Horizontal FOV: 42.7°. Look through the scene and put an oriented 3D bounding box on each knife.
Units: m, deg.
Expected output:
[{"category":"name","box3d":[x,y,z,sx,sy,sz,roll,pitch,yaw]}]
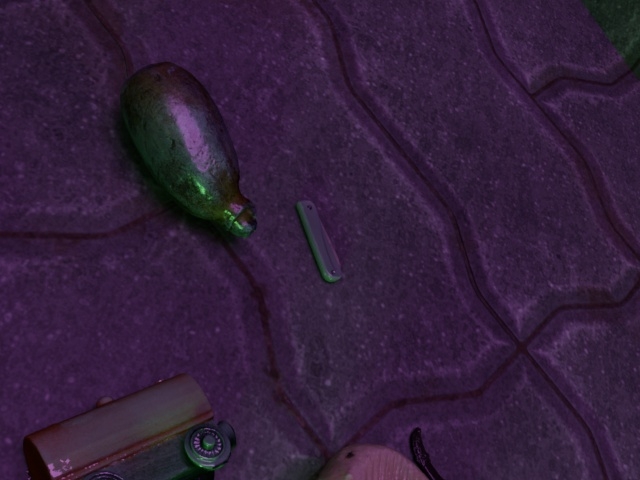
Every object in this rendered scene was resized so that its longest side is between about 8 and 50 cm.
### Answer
[{"category":"knife","box3d":[0.209,0.409,1.340,0.045,0.021,0.222,-23,75,-41]},{"category":"knife","box3d":[0.000,0.000,1.463,0.044,0.023,0.162,-9,67,-32]}]

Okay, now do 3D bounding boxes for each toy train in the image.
[{"category":"toy train","box3d":[-0.253,0.282,1.092,0.285,0.116,0.177,-19,61,-37]}]

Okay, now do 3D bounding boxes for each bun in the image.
[{"category":"bun","box3d":[0.074,0.433,1.159,0.259,0.160,0.259,30,38,-27]}]

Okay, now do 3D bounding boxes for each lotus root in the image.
[{"category":"lotus root","box3d":[-0.218,-0.137,1.333,0.140,0.158,0.322,-24,83,-36]}]
